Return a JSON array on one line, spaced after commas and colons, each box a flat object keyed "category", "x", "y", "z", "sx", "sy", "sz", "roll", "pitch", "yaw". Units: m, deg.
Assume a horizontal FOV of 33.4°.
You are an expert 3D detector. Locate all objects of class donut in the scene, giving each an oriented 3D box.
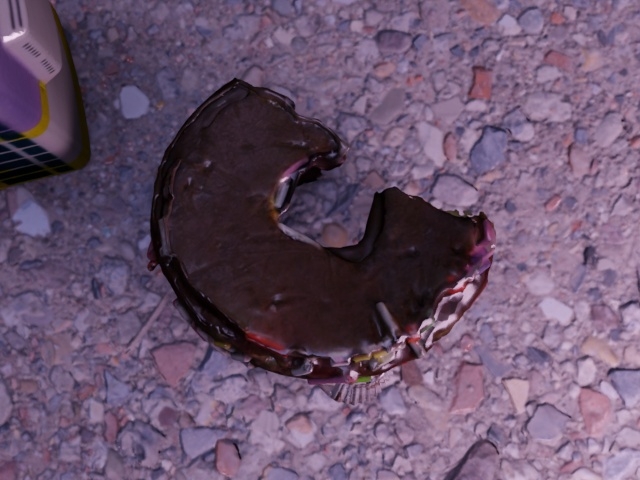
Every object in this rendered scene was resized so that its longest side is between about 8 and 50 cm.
[{"category": "donut", "x": -0.015, "y": 0.016, "z": 1.062, "sx": 0.345, "sy": 0.136, "sz": 0.259, "roll": 28, "pitch": 69, "yaw": 9}]

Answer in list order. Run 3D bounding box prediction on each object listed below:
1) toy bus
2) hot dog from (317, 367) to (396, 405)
[{"category": "toy bus", "x": -0.357, "y": -0.161, "z": 0.959, "sx": 0.249, "sy": 0.440, "sz": 0.209, "roll": -13, "pitch": 87, "yaw": -3}, {"category": "hot dog", "x": -0.003, "y": 0.091, "z": 1.136, "sx": 0.191, "sy": 0.059, "sz": 0.108, "roll": 35, "pitch": 79, "yaw": 7}]
